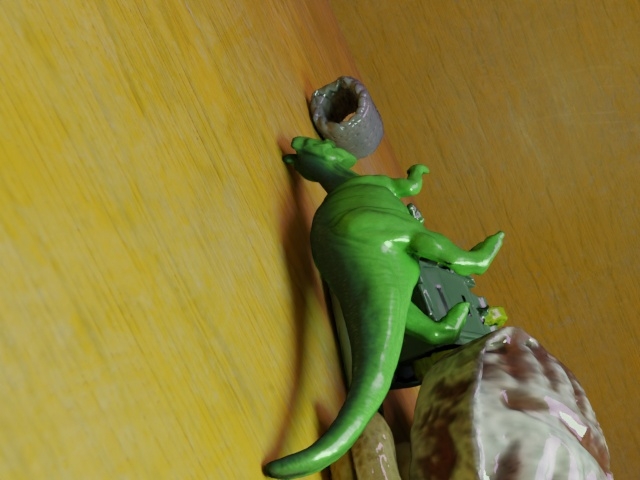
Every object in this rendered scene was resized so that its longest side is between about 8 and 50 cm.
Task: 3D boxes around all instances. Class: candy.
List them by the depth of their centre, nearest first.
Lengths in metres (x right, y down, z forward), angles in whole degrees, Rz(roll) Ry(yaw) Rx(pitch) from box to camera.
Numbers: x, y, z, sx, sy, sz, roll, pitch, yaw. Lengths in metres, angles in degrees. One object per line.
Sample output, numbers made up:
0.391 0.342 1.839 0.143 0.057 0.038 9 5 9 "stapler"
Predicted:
0.204 0.226 0.614 0.214 0.157 0.289 38 42 -14 "candy"

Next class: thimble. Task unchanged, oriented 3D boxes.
0.056 -0.255 1.217 0.118 0.127 0.151 50 16 -52 "thimble"

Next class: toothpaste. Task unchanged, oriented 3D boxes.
0.047 0.137 0.763 0.075 0.048 0.296 47 27 -52 "toothpaste"

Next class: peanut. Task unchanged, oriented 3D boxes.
0.051 0.238 0.554 0.080 0.080 0.174 49 22 -51 "peanut"

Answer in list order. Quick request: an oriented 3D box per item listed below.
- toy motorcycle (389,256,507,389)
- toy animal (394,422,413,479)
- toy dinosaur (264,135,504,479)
0.171 0.140 0.941 0.326 0.200 0.191 22 46 -55 "toy motorcycle"
0.232 0.311 0.845 0.271 0.206 0.265 63 18 -5 "toy animal"
0.000 0.000 0.681 0.374 0.144 0.500 36 36 23 "toy dinosaur"
